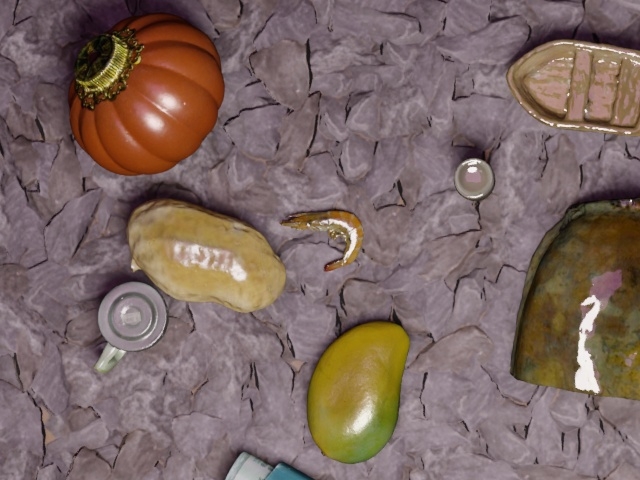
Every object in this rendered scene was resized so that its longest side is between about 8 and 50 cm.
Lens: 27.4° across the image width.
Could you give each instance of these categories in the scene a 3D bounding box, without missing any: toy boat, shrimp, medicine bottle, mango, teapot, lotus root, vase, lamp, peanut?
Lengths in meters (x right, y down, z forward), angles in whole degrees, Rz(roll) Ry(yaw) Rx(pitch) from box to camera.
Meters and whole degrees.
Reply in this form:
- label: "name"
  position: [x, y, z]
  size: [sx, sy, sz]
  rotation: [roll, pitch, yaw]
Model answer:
- label: "toy boat"
  position: [0.334, -0.198, 1.704]
  size: [0.188, 0.061, 0.116]
  rotation: [10, 91, 8]
- label: "shrimp"
  position: [0.000, 0.000, 1.760]
  size: [0.114, 0.023, 0.083]
  rotation: [3, 91, 4]
- label: "medicine bottle"
  position: [-0.013, 0.378, 1.718]
  size: [0.258, 0.079, 0.124]
  rotation: [31, 92, 8]
- label: "mango"
  position: [0.046, 0.196, 1.720]
  size: [0.122, 0.085, 0.191]
  rotation: [8, 79, 18]
- label: "teapot"
  position: [-0.258, 0.111, 1.756]
  size: [0.124, 0.091, 0.092]
  rotation: [-28, 84, 0]
- label: "lotus root"
  position: [0.392, 0.068, 1.647]
  size: [0.267, 0.149, 0.260]
  rotation: [9, 90, 5]
- label: "vase"
  position: [0.200, -0.076, 1.697]
  size: [0.053, 0.101, 0.053]
  rotation: [0, 88, 9]
- label: "lamp"
  position: [-0.226, -0.190, 1.711]
  size: [0.223, 0.196, 0.223]
  rotation: [-21, 54, 31]
- label: "peanut"
  position: [-0.154, 0.021, 1.728]
  size: [0.224, 0.129, 0.129]
  rotation: [17, 90, 8]
